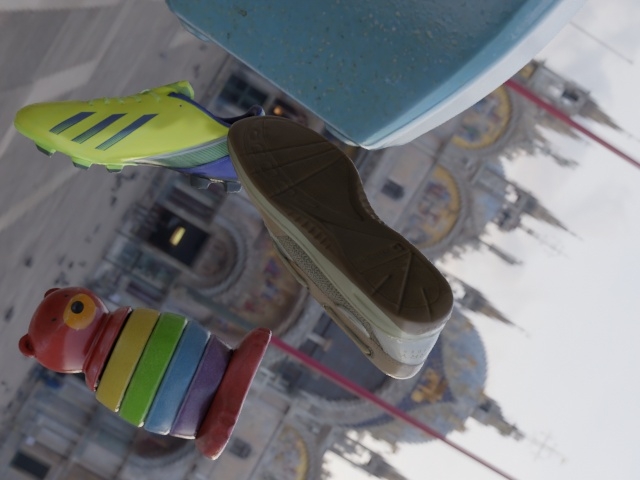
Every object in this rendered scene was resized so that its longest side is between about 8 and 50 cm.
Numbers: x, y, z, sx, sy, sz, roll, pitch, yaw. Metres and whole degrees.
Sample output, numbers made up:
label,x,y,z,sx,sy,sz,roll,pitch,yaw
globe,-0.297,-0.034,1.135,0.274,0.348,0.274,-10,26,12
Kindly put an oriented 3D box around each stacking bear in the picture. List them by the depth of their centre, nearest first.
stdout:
label,x,y,z,sx,sy,sz,roll,pitch,yaw
stacking bear,-0.236,0.152,1.369,0.164,0.289,0.175,121,-8,-58

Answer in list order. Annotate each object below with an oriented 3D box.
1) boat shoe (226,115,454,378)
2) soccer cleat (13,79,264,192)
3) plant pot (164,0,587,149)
label,x,y,z,sx,sy,sz,roll,pitch,yaw
boat shoe,0.000,0.000,1.110,0.121,0.341,0.110,-16,142,-30
soccer cleat,-0.201,-0.136,1.227,0.093,0.289,0.121,-123,-135,-61
plant pot,0.049,-0.194,0.624,0.252,0.247,0.247,-55,174,13
